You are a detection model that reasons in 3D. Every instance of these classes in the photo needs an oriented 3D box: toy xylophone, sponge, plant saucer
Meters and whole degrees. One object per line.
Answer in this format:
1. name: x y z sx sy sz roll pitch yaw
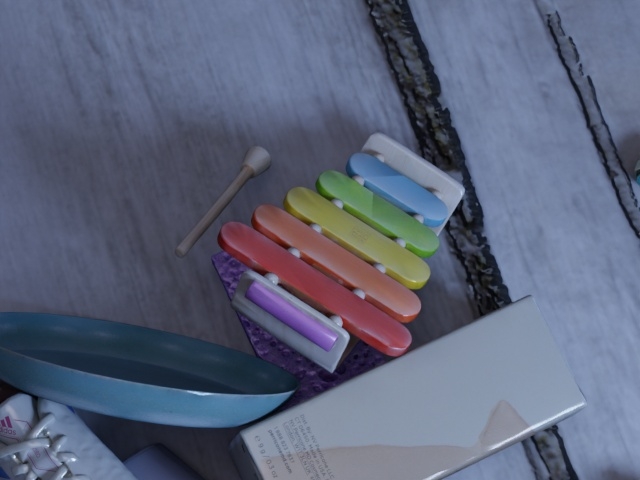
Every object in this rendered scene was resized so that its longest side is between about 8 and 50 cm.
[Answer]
1. toy xylophone: 0.000 0.000 1.842 0.236 0.081 0.323 28 38 0
2. sponge: -0.017 0.083 1.921 0.117 0.031 0.210 -24 74 -5
3. plant saucer: -0.178 0.123 1.785 0.317 0.317 0.044 12 96 6

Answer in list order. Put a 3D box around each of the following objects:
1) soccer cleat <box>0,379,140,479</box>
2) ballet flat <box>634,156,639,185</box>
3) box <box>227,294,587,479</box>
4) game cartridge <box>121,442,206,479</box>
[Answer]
1. soccer cleat: -0.246 0.224 1.776 0.116 0.143 0.331 -42 48 -10
2. ballet flat: 0.401 -0.051 1.929 0.168 0.057 0.052 28 67 10
3. box: 0.079 0.177 1.803 0.311 0.148 0.121 -24 81 -11
4. game cartridge: -0.199 0.351 1.843 0.196 0.060 0.294 37 79 16
